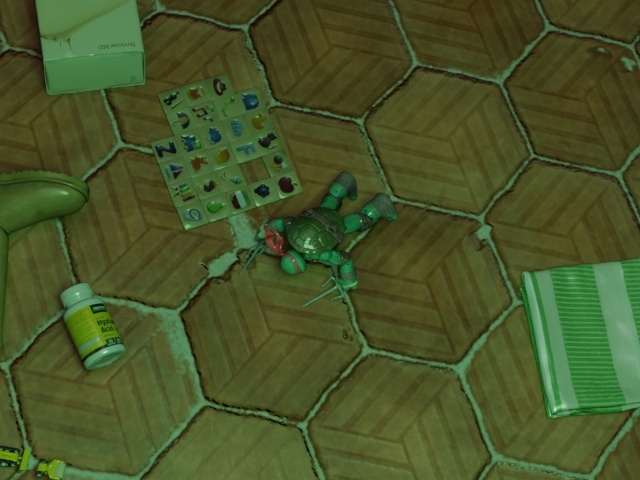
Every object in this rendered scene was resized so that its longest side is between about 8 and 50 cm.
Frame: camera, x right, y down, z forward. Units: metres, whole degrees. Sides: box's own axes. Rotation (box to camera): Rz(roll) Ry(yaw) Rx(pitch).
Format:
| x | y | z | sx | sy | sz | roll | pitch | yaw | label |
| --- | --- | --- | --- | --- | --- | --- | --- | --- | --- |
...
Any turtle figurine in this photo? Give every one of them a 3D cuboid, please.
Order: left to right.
| x | y | z | sx | sy | sz | roll | pitch | yaw | label |
| --- | --- | --- | --- | --- | --- | --- | --- | --- | --- |
| 0.000 | 0.000 | 1.801 | 0.175 | 0.118 | 0.234 | 42 | 63 | 9 | turtle figurine |

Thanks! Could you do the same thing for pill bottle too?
| x | y | z | sx | sy | sz | roll | pitch | yaw | label |
| --- | --- | --- | --- | --- | --- | --- | --- | --- | --- |
| -0.332 | 0.123 | 1.723 | 0.065 | 0.065 | 0.116 | -24 | 74 | -17 | pill bottle |

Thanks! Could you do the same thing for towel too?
| x | y | z | sx | sy | sz | roll | pitch | yaw | label |
| --- | --- | --- | --- | --- | --- | --- | --- | --- | --- |
| 0.483 | 0.143 | 1.851 | 0.325 | 0.038 | 0.247 | -5 | 68 | -10 | towel |

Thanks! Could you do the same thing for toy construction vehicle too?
| x | y | z | sx | sy | sz | roll | pitch | yaw | label |
| --- | --- | --- | --- | --- | --- | --- | --- | --- | --- |
| -0.406 | 0.333 | 1.650 | 0.098 | 0.035 | 0.086 | 9 | 56 | -7 | toy construction vehicle |

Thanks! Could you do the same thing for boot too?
| x | y | z | sx | sy | sz | roll | pitch | yaw | label |
| --- | --- | --- | --- | --- | --- | --- | --- | --- | --- |
| -0.462 | 0.037 | 1.732 | 0.236 | 0.089 | 0.269 | -1 | 67 | 5 | boot |

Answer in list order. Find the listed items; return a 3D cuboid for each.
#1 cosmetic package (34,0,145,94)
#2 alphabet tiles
| x | y | z | sx | sy | sz | roll | pitch | yaw | label |
| --- | --- | --- | --- | --- | --- | --- | --- | --- | --- |
| -0.378 | -0.399 | 1.901 | 0.160 | 0.113 | 0.309 | -9 | 69 | -12 | cosmetic package |
| -0.163 | -0.149 | 1.888 | 0.198 | 0.009 | 0.237 | -19 | 72 | -15 | alphabet tiles |
